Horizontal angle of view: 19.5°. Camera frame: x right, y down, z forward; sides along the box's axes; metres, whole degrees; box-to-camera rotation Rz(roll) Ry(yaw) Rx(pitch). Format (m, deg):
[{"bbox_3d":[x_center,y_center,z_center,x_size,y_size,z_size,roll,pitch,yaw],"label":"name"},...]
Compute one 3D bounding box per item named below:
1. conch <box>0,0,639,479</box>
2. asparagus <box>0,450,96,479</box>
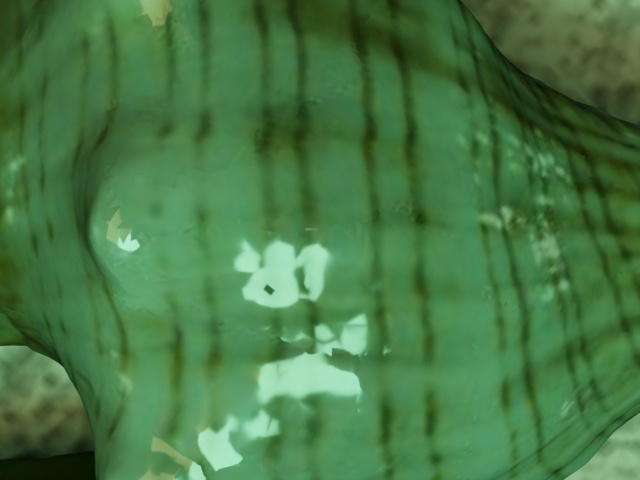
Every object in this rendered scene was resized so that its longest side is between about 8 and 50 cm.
[{"bbox_3d":[-0.006,0.007,0.474,0.386,0.169,0.203,23,131,10],"label":"conch"},{"bbox_3d":[-0.167,0.102,0.581,0.278,0.067,0.060,-4,128,11],"label":"asparagus"}]
